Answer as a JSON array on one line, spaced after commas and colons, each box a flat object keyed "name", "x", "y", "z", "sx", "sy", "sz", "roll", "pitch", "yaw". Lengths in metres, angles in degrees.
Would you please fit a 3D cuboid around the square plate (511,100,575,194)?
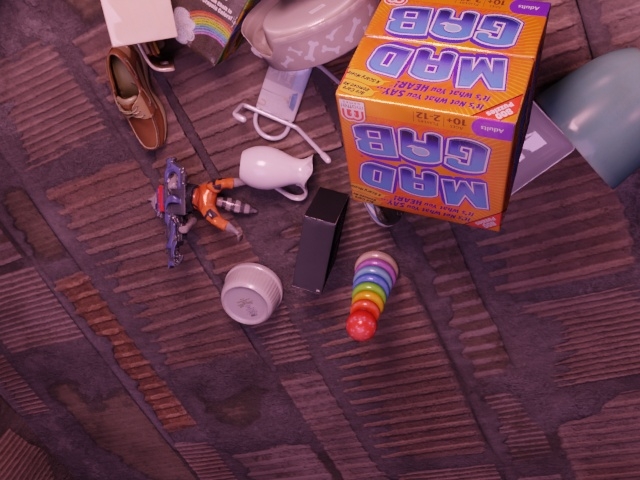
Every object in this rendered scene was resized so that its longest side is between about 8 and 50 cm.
[{"name": "square plate", "x": 0.424, "y": -0.271, "z": 1.716, "sx": 0.347, "sy": 0.049, "sz": 0.344, "roll": 47, "pitch": 122, "yaw": -5}]

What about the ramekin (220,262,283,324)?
[{"name": "ramekin", "x": -0.237, "y": 0.187, "z": 2.181, "sx": 0.207, "sy": 0.109, "sz": 0.207, "roll": 7, "pitch": 124, "yaw": 10}]

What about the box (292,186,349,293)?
[{"name": "box", "x": 0.000, "y": 0.000, "z": 1.950, "sx": 0.103, "sy": 0.184, "sz": 0.261, "roll": 14, "pitch": 124, "yaw": 5}]

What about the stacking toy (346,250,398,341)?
[{"name": "stacking toy", "x": 0.147, "y": 0.172, "z": 1.934, "sx": 0.141, "sy": 0.330, "sz": 0.141, "roll": 7, "pitch": 124, "yaw": 10}]

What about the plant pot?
[{"name": "plant pot", "x": 0.693, "y": -0.304, "z": 1.516, "sx": 0.293, "sy": 0.293, "sz": 0.235, "roll": 44, "pitch": 115, "yaw": -15}]

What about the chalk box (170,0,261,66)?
[{"name": "chalk box", "x": -0.246, "y": -0.622, "z": 1.613, "sx": 0.180, "sy": 0.179, "sz": 0.289, "roll": 34, "pitch": 123, "yaw": -7}]

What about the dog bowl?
[{"name": "dog bowl", "x": -0.010, "y": -0.527, "z": 1.524, "sx": 0.349, "sy": 0.348, "sz": 0.102, "roll": -12, "pitch": 132, "yaw": 22}]

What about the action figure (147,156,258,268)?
[{"name": "action figure", "x": -0.380, "y": -0.080, "z": 2.010, "sx": 0.330, "sy": 0.178, "sz": 0.341, "roll": 11, "pitch": 100, "yaw": 14}]

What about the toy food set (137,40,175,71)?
[{"name": "toy food set", "x": -0.457, "y": -0.592, "z": 1.671, "sx": 0.092, "sy": 0.220, "sz": 0.306, "roll": -25, "pitch": 117, "yaw": -3}]

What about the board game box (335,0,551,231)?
[{"name": "board game box", "x": 0.277, "y": -0.295, "z": 1.447, "sx": 0.356, "sy": 0.356, "sz": 0.356, "roll": 13, "pitch": 149, "yaw": 18}]

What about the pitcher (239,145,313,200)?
[{"name": "pitcher", "x": -0.132, "y": -0.191, "z": 1.908, "sx": 0.207, "sy": 0.125, "sz": 0.177, "roll": 6, "pitch": 136, "yaw": -3}]

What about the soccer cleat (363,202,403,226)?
[{"name": "soccer cleat", "x": 0.139, "y": -0.196, "z": 1.831, "sx": 0.116, "sy": 0.143, "sz": 0.331, "roll": -18, "pitch": 100, "yaw": -17}]

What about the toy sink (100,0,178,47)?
[{"name": "toy sink", "x": -0.429, "y": -0.579, "z": 1.486, "sx": 0.153, "sy": 0.131, "sz": 0.234, "roll": -13, "pitch": 115, "yaw": -9}]

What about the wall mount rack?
[{"name": "wall mount rack", "x": -0.066, "y": -0.380, "z": 1.751, "sx": 0.304, "sy": 0.130, "sz": 0.350, "roll": 23, "pitch": 126, "yaw": -1}]

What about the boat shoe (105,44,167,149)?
[{"name": "boat shoe", "x": -0.543, "y": -0.409, "z": 1.863, "sx": 0.123, "sy": 0.120, "sz": 0.324, "roll": -3, "pitch": 121, "yaw": 17}]
